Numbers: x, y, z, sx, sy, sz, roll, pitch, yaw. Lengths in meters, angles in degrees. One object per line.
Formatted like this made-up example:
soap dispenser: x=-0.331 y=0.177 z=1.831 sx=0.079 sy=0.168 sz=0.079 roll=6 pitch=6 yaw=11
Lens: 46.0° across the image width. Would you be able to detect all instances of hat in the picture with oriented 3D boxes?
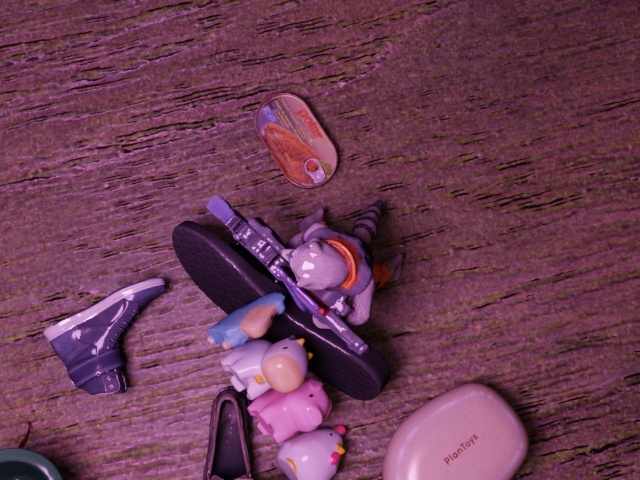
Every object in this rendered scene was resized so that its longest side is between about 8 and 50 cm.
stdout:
hat: x=-0.503 y=0.421 z=1.223 sx=0.208 sy=0.183 sz=0.173 roll=-42 pitch=94 yaw=-28

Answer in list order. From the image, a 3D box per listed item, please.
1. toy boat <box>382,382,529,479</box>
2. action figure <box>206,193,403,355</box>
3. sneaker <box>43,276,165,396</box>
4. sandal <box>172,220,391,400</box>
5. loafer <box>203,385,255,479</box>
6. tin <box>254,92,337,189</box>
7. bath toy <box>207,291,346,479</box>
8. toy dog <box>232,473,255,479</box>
toy boat: x=0.256 y=0.418 z=1.268 sx=0.267 sy=0.148 sz=0.318 roll=-32 pitch=76 yaw=-8
action figure: x=0.000 y=0.000 z=1.209 sx=0.341 sy=0.330 sz=0.178 roll=42 pitch=104 yaw=1
sneaker: x=-0.345 y=0.175 z=1.318 sx=0.226 sy=0.086 sz=0.163 roll=-29 pitch=82 yaw=-2
sandal: x=-0.064 y=0.108 z=1.308 sx=0.446 sy=0.167 sz=0.107 roll=37 pitch=54 yaw=1
loafer: x=-0.160 y=0.388 z=1.292 sx=0.096 sy=0.084 sz=0.267 roll=-3 pitch=83 yaw=0
tin: x=-0.044 y=-0.181 z=1.385 sx=0.106 sy=0.040 sz=0.189 roll=-32 pitch=84 yaw=1
bath toy: x=-0.048 y=0.257 z=1.240 sx=0.129 sy=0.151 sz=0.348 roll=-35 pitch=115 yaw=-25
toy dog: x=-0.080 y=0.551 z=1.161 sx=0.395 sy=0.284 sz=0.408 roll=-41 pitch=89 yaw=-1
